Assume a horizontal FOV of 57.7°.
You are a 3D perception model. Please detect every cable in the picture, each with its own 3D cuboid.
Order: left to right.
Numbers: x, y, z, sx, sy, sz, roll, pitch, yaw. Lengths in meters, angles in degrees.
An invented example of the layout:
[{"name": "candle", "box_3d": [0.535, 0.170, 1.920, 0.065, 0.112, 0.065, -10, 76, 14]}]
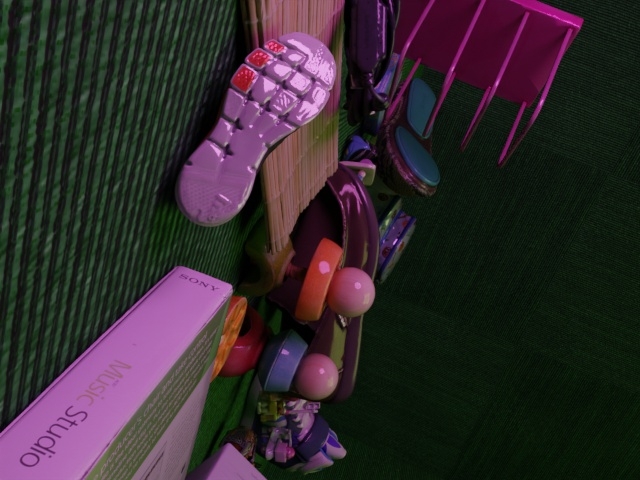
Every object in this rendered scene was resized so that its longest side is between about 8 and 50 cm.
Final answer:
[{"name": "cable", "box_3d": [0.046, -0.208, 0.567, 0.150, 0.047, 0.185, 176, -88, -89]}]

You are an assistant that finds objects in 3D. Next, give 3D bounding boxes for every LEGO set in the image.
[{"name": "LEGO set", "box_3d": [-0.055, 0.234, 0.988, 0.132, 0.107, 0.287, -92, -179, -60]}]

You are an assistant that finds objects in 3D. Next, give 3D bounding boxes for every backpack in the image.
[{"name": "backpack", "box_3d": [0.125, -0.020, 1.516, 0.277, 0.213, 0.263, -63, 162, -15]}]

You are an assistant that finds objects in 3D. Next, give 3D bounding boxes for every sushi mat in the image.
[{"name": "sushi mat", "box_3d": [-0.015, -0.123, 0.532, 0.151, 0.019, 0.316, -59, 164, -30]}]

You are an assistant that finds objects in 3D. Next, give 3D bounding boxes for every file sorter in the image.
[{"name": "file sorter", "box_3d": [0.211, -0.272, 0.925, 0.182, 0.290, 0.202, -62, 172, -20]}]

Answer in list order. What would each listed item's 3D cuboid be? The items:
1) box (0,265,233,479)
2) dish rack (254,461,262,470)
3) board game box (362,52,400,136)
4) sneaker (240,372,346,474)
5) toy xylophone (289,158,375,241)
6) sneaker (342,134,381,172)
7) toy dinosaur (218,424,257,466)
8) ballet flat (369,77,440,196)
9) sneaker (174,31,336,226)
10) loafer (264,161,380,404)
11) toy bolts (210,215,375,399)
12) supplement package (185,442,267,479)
[{"name": "box", "box_3d": [-0.164, 0.205, 0.434, 0.232, 0.058, 0.322, -57, 169, -60]}, {"name": "dish rack", "box_3d": [-0.202, 0.612, 1.443, 0.208, 0.074, 0.272, 87, 26, -78]}, {"name": "board game box", "box_3d": [0.137, -0.329, 1.221, 0.211, 0.039, 0.160, 76, 36, -79]}, {"name": "sneaker", "box_3d": [-0.038, 0.374, 1.253, 0.130, 0.236, 0.323, -58, 169, -58]}, {"name": "toy xylophone", "box_3d": [0.000, 0.000, 1.000, 0.236, 0.081, 0.323, 22, 91, -84]}, {"name": "sneaker", "box_3d": [0.084, -0.152, 1.203, 0.188, 0.078, 0.067, 97, 16, -74]}, {"name": "toy dinosaur", "box_3d": [-0.190, 0.484, 0.988, 0.322, 0.164, 0.218, -47, 152, -17]}, {"name": "ballet flat", "box_3d": [0.182, -0.213, 1.355, 0.182, 0.164, 0.483, -37, -156, 32]}, {"name": "sneaker", "box_3d": [-0.052, -0.080, 0.411, 0.158, 0.061, 0.065, -53, -165, -11]}, {"name": "loafer", "box_3d": [-0.007, 0.070, 0.831, 0.134, 0.130, 0.366, 14, -77, 56]}, {"name": "toy bolts", "box_3d": [-0.043, 0.124, 0.697, 0.218, 0.158, 0.228, -62, 171, -45]}, {"name": "supplement package", "box_3d": [-0.143, 0.383, 0.661, 0.134, 0.139, 0.244, -43, -176, 22]}]
